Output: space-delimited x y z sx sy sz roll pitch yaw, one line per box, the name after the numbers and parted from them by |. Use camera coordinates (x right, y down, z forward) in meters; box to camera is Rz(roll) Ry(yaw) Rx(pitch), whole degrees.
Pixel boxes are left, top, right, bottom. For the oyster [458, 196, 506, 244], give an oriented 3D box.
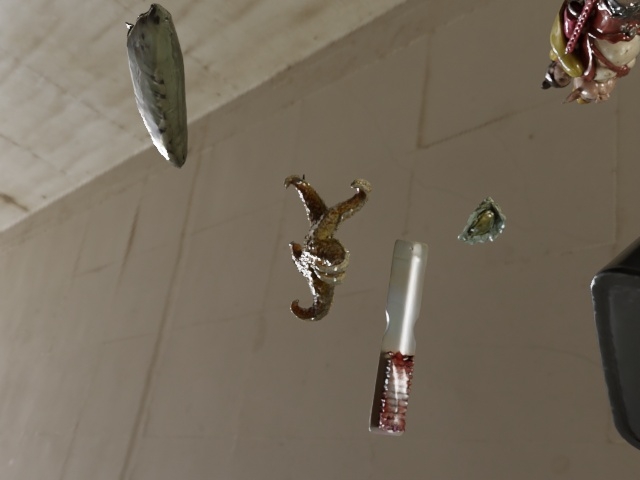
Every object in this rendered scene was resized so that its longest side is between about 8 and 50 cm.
0.297 -0.034 1.395 0.100 0.098 0.037 -31 -135 26 | oyster

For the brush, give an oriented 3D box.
0.133 0.157 1.226 0.050 0.060 0.321 143 -44 -78 | brush

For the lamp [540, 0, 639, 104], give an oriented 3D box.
0.343 -0.243 0.939 0.253 0.118 0.118 96 7 -61 | lamp

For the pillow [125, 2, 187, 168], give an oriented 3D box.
-0.208 -0.198 0.945 0.093 0.241 0.051 34 -125 24 | pillow

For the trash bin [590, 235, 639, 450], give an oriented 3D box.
0.260 0.014 0.333 0.225 0.115 0.165 -36 -147 -27 | trash bin

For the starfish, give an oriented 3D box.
-0.002 -0.003 1.425 0.312 0.113 0.303 121 -32 -45 | starfish
